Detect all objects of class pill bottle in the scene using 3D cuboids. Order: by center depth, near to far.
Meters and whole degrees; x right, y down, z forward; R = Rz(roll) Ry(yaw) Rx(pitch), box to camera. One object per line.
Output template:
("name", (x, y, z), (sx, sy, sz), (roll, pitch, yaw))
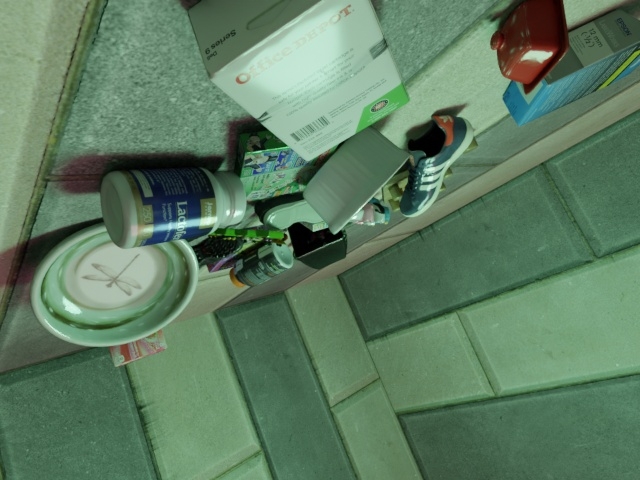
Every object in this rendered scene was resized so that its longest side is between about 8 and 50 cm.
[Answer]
("pill bottle", (-0.301, -0.078, 0.890), (0.265, 0.153, 0.153), (-13, 165, -41))
("pill bottle", (-0.237, 0.098, 1.638), (0.246, 0.130, 0.130), (-28, 167, 23))

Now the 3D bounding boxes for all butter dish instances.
("butter dish", (0.402, -0.401, 0.849), (0.118, 0.160, 0.160), (1, 166, -2))

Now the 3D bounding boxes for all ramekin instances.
("ramekin", (0.081, -0.159, 1.071), (0.277, 0.135, 0.277), (-47, -179, 1))

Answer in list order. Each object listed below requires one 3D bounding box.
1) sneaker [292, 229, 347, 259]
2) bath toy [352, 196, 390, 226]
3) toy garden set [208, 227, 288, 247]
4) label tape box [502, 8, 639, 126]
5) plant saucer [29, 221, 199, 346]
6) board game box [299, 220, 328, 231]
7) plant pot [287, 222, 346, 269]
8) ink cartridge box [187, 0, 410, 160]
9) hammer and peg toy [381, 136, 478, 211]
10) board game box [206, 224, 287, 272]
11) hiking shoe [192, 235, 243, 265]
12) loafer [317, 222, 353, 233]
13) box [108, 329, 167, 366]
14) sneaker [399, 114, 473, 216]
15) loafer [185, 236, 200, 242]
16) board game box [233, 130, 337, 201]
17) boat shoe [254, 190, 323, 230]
("sneaker", (0.005, 0.016, 2.042), (0.146, 0.134, 0.344), (1, -168, 44))
("bath toy", (0.146, -0.125, 1.600), (0.151, 0.129, 0.348), (-7, 176, 27))
("toy garden set", (-0.233, -0.008, 1.323), (0.244, 0.049, 0.204), (3, 179, 17))
("label tape box", (0.700, -0.470, 1.125), (0.348, 0.115, 0.249), (-26, 169, 5))
("plant saucer", (-0.534, 0.101, 1.124), (0.400, 0.100, 0.400), (-21, 133, -24))
("board game box", (-0.021, -0.081, 1.476), (0.103, 0.026, 0.154), (-16, -150, -27))
("plant pot", (0.000, 0.000, 1.593), (0.187, 0.188, 0.167), (-24, 143, 6))
("ink cartridge box", (-0.011, -0.260, 0.617), (0.211, 0.121, 0.289), (-27, 161, 15))
("hammer and peg toy", (0.393, -0.239, 1.535), (0.361, 0.127, 0.266), (-24, 168, 5))
("board game box", (-0.296, 0.030, 1.654), (0.208, 0.056, 0.347), (-19, 168, -39))
("hiking shoe", (-0.362, 0.029, 1.478), (0.227, 0.086, 0.114), (-18, -179, 14))
("loafer", (0.054, -0.063, 1.771), (0.251, 0.094, 0.087), (-13, 161, -40))
("box", (-0.590, 0.218, 1.294), (0.154, 0.300, 0.142), (-17, 171, -27))
("sneaker", (0.307, -0.226, 1.289), (0.148, 0.131, 0.350), (5, 126, -29))
("loafer", (-0.318, -0.058, 1.161), (0.223, 0.076, 0.078), (-29, 180, 25))
("board game box", (-0.096, -0.175, 1.006), (0.214, 0.046, 0.317), (-14, 170, -18))
("boat shoe", (-0.066, -0.113, 1.347), (0.303, 0.091, 0.114), (-11, 134, -40))
